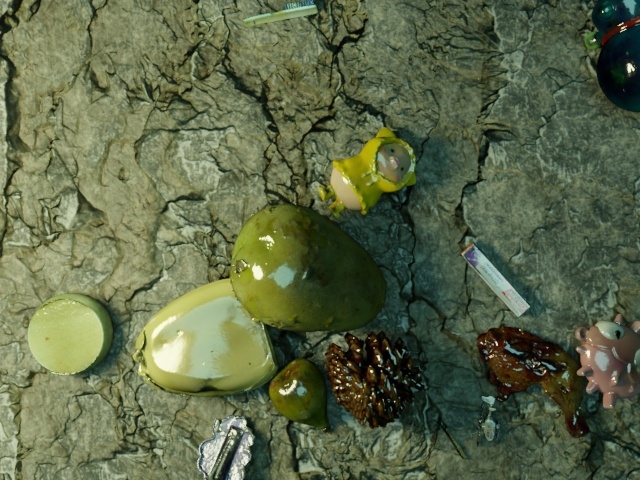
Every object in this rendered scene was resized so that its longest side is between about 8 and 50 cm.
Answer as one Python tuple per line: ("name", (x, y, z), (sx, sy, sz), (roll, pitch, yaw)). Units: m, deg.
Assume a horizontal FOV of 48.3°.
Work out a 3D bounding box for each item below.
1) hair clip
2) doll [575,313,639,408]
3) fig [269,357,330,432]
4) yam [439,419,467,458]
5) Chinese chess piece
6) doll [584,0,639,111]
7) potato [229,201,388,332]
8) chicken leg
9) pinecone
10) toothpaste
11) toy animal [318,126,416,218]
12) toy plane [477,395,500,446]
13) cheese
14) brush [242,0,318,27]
("hair clip", (-0.219, 0.485, 1.617), (0.124, 0.052, 0.195), (15, 64, 7))
("doll", (0.677, 0.278, 1.607), (0.262, 0.093, 0.211), (45, 75, -4))
("fig", (-0.026, 0.360, 1.608), (0.133, 0.126, 0.185), (-43, 89, -19))
("yam", (0.307, 0.461, 1.652), (0.014, 0.014, 0.107), (-33, 89, 0))
("Chinese chess piece", (-0.574, 0.214, 1.643), (0.189, 0.083, 0.188), (0, 92, 1))
("doll", (0.698, -0.419, 1.577), (0.186, 0.198, 0.321), (-17, 79, -29))
("potato", (-0.023, 0.085, 1.541), (0.359, 0.219, 0.269), (32, 73, -21))
("chicken leg", (0.496, 0.315, 1.627), (0.323, 0.083, 0.177), (26, 98, 3))
("pinecone", (0.122, 0.300, 1.571), (0.222, 0.221, 0.221), (0, 89, 1))
("toothpaste", (0.404, 0.089, 1.647), (0.047, 0.040, 0.196), (-42, 89, 2))
("toy animal", (0.106, -0.143, 1.615), (0.230, 0.156, 0.156), (-32, 88, -10))
("toy plane", (0.389, 0.418, 1.644), (0.049, 0.031, 0.120), (7, 92, 10))
("cheese", (-0.264, 0.238, 1.617), (0.316, 0.128, 0.259), (-18, 84, -7))
("brush", (-0.095, -0.534, 1.674), (0.179, 0.033, 0.030), (-11, 82, 1))
